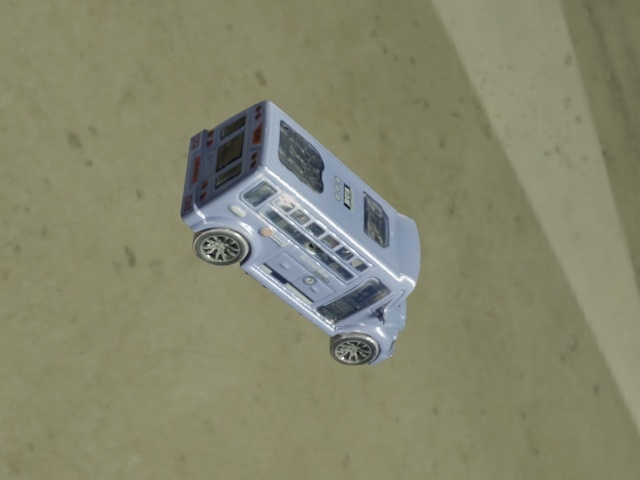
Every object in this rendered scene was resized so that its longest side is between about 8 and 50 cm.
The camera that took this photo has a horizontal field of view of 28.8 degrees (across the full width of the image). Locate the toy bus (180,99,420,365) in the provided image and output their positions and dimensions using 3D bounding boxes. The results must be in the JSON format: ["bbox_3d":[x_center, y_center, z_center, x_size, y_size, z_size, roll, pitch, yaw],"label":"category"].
[{"bbox_3d":[0.000,0.000,0.696,0.167,0.076,0.073,38,35,-34],"label":"toy bus"}]
